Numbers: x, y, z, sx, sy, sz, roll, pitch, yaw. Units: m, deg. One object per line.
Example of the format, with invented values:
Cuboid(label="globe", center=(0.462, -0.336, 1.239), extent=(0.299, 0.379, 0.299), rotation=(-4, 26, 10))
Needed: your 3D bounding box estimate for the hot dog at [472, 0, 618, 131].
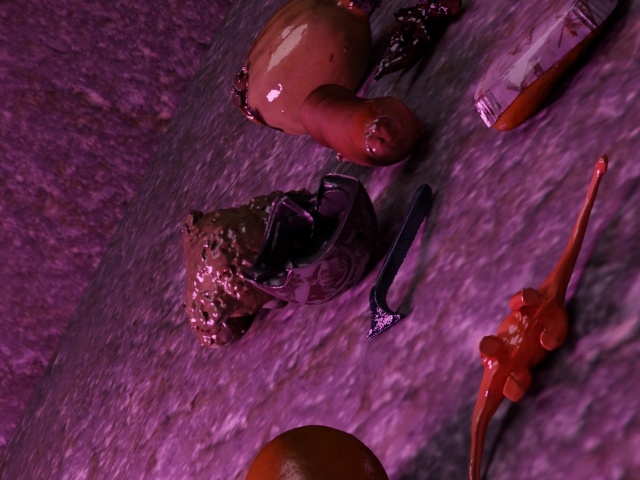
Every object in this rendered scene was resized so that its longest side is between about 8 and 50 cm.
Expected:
Cuboid(label="hot dog", center=(0.222, -0.185, 1.335), extent=(0.191, 0.059, 0.108), rotation=(-48, 17, 34))

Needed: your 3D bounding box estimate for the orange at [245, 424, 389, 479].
Cuboid(label="orange", center=(-0.003, 0.234, 1.140), extent=(0.156, 0.124, 0.156), rotation=(-41, 41, 49))

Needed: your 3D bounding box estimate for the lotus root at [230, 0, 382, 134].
Cuboid(label="lotus root", center=(-0.002, -0.295, 2.066), extent=(0.310, 0.182, 0.183), rotation=(-50, 17, 25))

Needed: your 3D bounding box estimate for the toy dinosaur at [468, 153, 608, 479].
Cuboid(label="toy dinosaur", center=(0.166, 0.059, 1.047), extent=(0.280, 0.055, 0.101), rotation=(-61, -8, 2))

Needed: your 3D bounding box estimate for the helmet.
Cuboid(label="helmet", center=(0.005, 0.011, 1.584), extent=(0.177, 0.107, 0.153), rotation=(-18, 37, 40))

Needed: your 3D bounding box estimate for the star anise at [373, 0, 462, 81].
Cuboid(label="star anise", center=(0.125, -0.276, 1.833), extent=(0.157, 0.053, 0.212), rotation=(-57, 17, 5))

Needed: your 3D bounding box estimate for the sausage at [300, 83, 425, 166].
Cuboid(label="sausage", center=(0.047, -0.152, 1.781), extent=(0.419, 0.094, 0.094), rotation=(-144, 55, -75))

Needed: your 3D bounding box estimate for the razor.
Cuboid(label="razor", center=(0.085, 0.013, 1.446), extent=(0.066, 0.033, 0.190), rotation=(-38, 25, 53))

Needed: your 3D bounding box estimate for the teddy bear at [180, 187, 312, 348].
Cuboid(label="teddy bear", center=(-0.108, 0.027, 1.823), extent=(0.267, 0.156, 0.256), rotation=(-58, 16, -1))
